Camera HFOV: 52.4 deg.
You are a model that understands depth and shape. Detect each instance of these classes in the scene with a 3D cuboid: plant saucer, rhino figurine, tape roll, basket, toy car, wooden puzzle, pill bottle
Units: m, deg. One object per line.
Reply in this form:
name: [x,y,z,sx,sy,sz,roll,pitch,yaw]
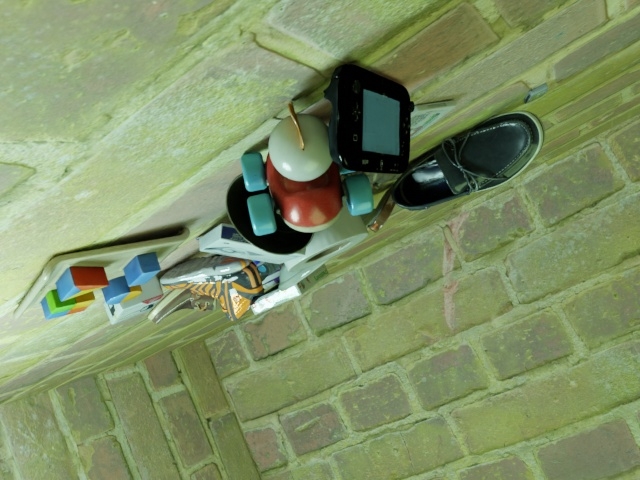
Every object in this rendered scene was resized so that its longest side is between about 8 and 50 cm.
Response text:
plant saucer: [0.000,0.000,2.073,0.400,0.100,0.400,-40,-176,3]
rhino figurine: [0.125,-0.176,1.659,0.106,0.073,0.243,-27,171,39]
tape roll: [-0.012,-0.040,1.765,0.246,0.169,0.246,-24,172,-4]
basket: [-0.086,-0.067,1.436,0.154,0.204,0.227,-54,176,9]
toy car: [-0.033,-0.156,1.131,0.219,0.210,0.238,-11,142,-4]
wooden puzzle: [-0.498,0.093,1.502,0.347,0.081,0.322,-18,169,-41]
pill bottle: [-0.202,0.121,2.407,0.193,0.108,0.108,-26,171,6]

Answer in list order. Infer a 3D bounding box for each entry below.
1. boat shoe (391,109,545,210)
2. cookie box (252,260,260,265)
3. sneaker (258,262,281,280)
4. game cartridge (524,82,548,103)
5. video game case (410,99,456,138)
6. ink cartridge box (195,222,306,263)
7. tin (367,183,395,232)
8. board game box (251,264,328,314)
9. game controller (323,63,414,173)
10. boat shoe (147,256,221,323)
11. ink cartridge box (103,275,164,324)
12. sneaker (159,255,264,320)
boat shoe: [0.413,-0.213,1.888,0.500,0.187,0.156,-25,179,38]
cookie box: [-0.197,0.029,1.925,0.040,0.092,0.107,-23,171,-35]
sneaker: [-0.193,0.053,2.116,0.140,0.125,0.341,-53,-173,-36]
game cartridge: [0.595,-0.404,1.788,0.056,0.017,0.083,-29,172,1]
video game case: [0.218,-0.273,1.510,0.143,0.019,0.157,-17,169,-40]
ink cartridge box: [-0.180,0.017,1.617,0.223,0.045,0.224,11,166,-24]
tin: [0.210,-0.107,2.127,0.106,0.040,0.190,-41,-164,53]
board game box: [-0.105,0.167,2.308,0.193,0.053,0.305,-25,-178,21]
game controller: [0.095,-0.201,1.132,0.067,0.167,0.319,-7,-179,27]
boat shoe: [-0.354,0.160,1.959,0.342,0.123,0.123,-36,-178,-19]
ink cartridge box: [-0.539,0.170,1.872,0.127,0.072,0.175,-21,170,-32]
sneaker: [-0.297,0.142,1.802,0.321,0.180,0.124,-8,-156,33]
